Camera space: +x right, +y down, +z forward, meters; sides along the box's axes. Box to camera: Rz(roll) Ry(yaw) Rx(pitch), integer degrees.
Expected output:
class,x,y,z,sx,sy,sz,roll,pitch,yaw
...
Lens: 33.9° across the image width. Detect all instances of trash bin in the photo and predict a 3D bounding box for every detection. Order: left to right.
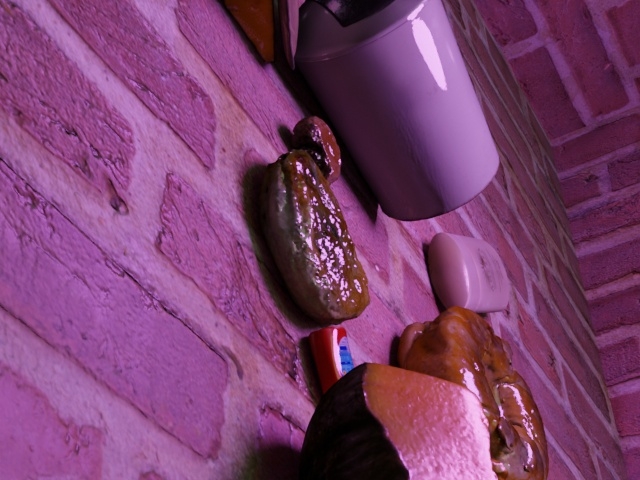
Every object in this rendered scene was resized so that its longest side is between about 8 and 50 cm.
class,x,y,z,sx,sy,sz,roll,pitch,yaw
trash bin,0.127,-0.273,1.844,0.432,0.280,0.280,60,22,-29

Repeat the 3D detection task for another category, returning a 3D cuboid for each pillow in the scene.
class,x,y,z,sx,sy,sz,roll,pitch,yaw
pillow,-0.051,-0.378,1.639,0.218,0.033,0.130,88,0,-46

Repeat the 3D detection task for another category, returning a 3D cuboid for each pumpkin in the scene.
class,x,y,z,sx,sy,sz,roll,pitch,yaw
pumpkin,0.104,0.313,1.260,0.225,0.256,0.303,-92,176,-49

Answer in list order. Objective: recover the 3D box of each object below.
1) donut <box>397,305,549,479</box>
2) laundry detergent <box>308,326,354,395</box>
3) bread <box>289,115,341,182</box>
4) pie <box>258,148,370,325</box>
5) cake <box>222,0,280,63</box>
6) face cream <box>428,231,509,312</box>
class,x,y,z,sx,sy,sz,roll,pitch,yaw
donut,0.252,0.293,1.755,0.360,0.170,0.360,48,26,-33
laundry detergent,0.028,0.205,1.461,0.097,0.049,0.165,20,54,-67
bread,-0.007,-0.141,1.678,0.082,0.060,0.113,-22,93,-68
pie,0.000,0.000,1.539,0.277,0.078,0.277,49,31,-43
cake,-0.085,-0.374,1.647,0.185,0.116,0.080,50,26,-29
face cream,0.315,0.070,2.225,0.348,0.081,0.174,9,61,-66
